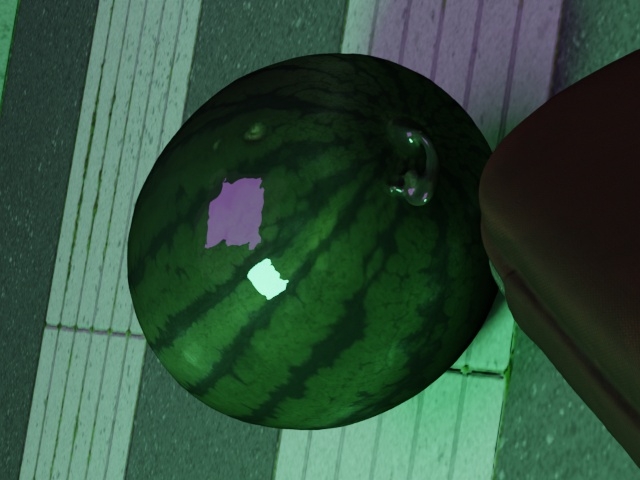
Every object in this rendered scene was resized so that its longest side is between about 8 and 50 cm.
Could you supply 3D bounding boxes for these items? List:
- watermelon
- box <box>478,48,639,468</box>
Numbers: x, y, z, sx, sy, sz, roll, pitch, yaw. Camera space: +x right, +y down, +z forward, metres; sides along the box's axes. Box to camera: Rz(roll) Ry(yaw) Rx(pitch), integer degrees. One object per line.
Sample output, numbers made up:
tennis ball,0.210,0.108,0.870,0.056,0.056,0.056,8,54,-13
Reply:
watermelon,0.000,0.000,1.479,0.359,0.279,0.278,134,140,-52
box,0.244,0.010,1.018,0.108,0.263,0.404,62,177,-31
